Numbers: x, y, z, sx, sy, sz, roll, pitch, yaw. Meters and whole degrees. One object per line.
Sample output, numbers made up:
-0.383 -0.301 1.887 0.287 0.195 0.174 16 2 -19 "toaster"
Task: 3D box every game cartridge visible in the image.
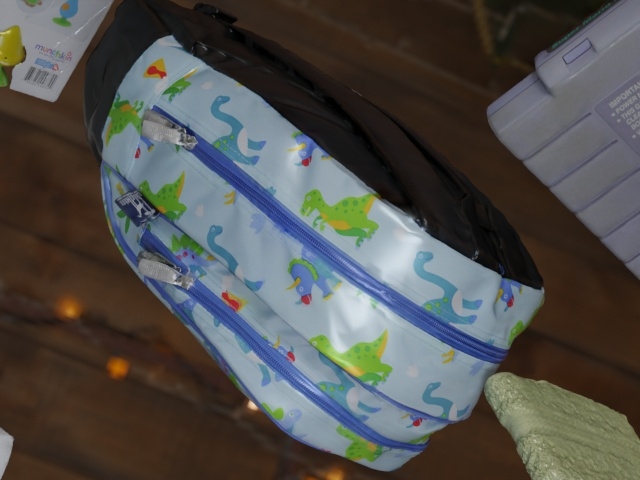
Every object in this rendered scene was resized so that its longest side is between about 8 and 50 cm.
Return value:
0.332 -0.139 1.505 0.355 0.230 0.068 -37 30 17 "game cartridge"

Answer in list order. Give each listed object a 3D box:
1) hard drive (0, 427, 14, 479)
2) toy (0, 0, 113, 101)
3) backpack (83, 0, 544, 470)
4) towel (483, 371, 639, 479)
-0.334 0.176 1.040 0.040 0.319 0.210 30 97 38 "hard drive"
-0.230 -0.239 1.568 0.237 0.137 0.056 -60 38 17 "toy"
0.000 0.000 1.383 0.355 0.290 0.273 22 83 41 "backpack"
0.179 0.146 1.290 0.027 0.148 0.110 -48 44 23 "towel"
